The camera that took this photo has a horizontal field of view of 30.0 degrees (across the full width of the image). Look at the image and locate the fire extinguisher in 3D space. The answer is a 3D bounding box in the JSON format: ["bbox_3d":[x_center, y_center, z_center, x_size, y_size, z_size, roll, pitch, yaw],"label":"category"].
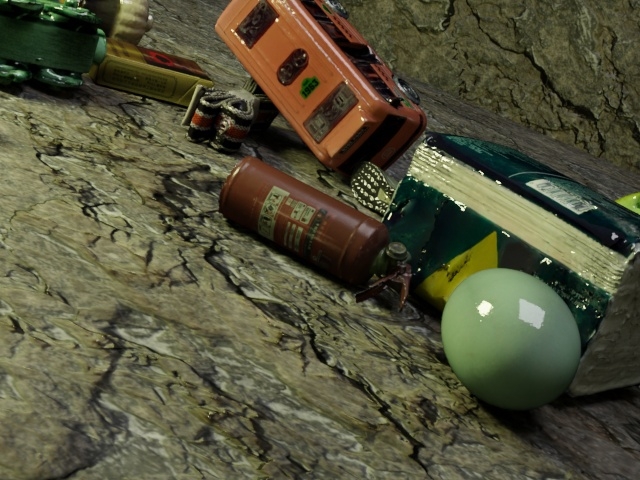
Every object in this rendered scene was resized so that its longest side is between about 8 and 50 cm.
[{"bbox_3d":[0.000,0.000,1.753,0.337,0.106,0.147,28,44,20],"label":"fire extinguisher"}]

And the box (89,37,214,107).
[{"bbox_3d":[-0.348,-0.338,2.394,0.240,0.071,0.159,12,18,-26],"label":"box"}]

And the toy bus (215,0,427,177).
[{"bbox_3d":[0.000,-0.326,2.337,0.427,0.203,0.233,52,23,17],"label":"toy bus"}]

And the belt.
[{"bbox_3d":[-0.156,-0.247,2.307,0.126,0.094,0.359,29,20,8],"label":"belt"}]

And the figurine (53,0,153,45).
[{"bbox_3d":[-0.491,-0.460,2.434,0.204,0.185,0.332,43,30,12],"label":"figurine"}]

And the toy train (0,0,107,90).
[{"bbox_3d":[-0.538,-0.366,2.119,0.238,0.167,0.299,22,13,39],"label":"toy train"}]

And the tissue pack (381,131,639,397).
[{"bbox_3d":[0.317,0.025,1.775,0.264,0.253,0.416,4,24,-48],"label":"tissue pack"}]

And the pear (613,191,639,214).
[{"bbox_3d":[0.585,0.048,1.949,0.342,0.318,0.238,35,26,33],"label":"pear"}]

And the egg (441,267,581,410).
[{"bbox_3d":[0.241,0.124,1.532,0.168,0.168,0.231,15,17,-20],"label":"egg"}]

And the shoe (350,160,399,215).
[{"bbox_3d":[0.130,-0.076,2.187,0.077,0.074,0.194,21,15,-47],"label":"shoe"}]
